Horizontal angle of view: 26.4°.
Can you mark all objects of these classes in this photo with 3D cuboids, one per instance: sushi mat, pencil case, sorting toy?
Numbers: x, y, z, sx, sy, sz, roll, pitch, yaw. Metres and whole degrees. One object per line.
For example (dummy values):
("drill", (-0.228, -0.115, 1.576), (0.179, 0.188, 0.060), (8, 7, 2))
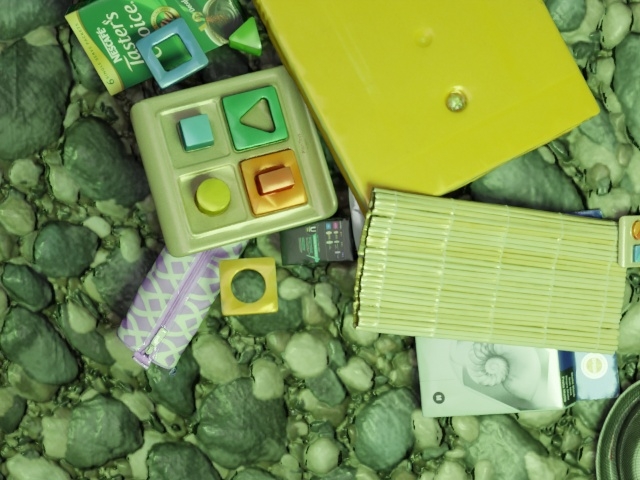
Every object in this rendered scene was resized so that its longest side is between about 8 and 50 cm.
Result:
("sushi mat", (0.189, 0.036, 1.465), (0.317, 0.019, 0.151), (7, 91, -19))
("pencil case", (-0.159, 0.051, 1.571), (0.086, 0.088, 0.206), (30, 98, 0))
("sorting toy", (-0.095, -0.089, 1.497), (0.196, 0.047, 0.347), (-16, 85, -6))
("sorting toy", (0.358, -0.012, 1.500), (0.062, 0.012, 0.083), (-1, 95, -21))

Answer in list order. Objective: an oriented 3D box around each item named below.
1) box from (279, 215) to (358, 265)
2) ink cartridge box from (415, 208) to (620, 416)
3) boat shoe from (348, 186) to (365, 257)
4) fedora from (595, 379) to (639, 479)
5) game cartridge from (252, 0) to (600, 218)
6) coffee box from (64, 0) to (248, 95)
("box", (0.000, 0.000, 1.551), (0.083, 0.062, 0.052), (-5, 92, 10))
("ink cartridge box", (0.215, 0.083, 1.528), (0.224, 0.045, 0.223), (-6, 93, 10))
("boat shoe", (0.073, -0.081, 1.530), (0.076, 0.080, 0.228), (-3, 86, 11))
("fedora", (0.427, 0.269, 1.465), (0.244, 0.124, 0.275), (-31, 88, 11))
("game cartridge", (0.107, -0.215, 1.486), (0.285, 0.052, 0.323), (-27, 87, -8))
("coffee box", (-0.185, -0.252, 1.557), (0.184, 0.040, 0.113), (-21, 116, 11))
